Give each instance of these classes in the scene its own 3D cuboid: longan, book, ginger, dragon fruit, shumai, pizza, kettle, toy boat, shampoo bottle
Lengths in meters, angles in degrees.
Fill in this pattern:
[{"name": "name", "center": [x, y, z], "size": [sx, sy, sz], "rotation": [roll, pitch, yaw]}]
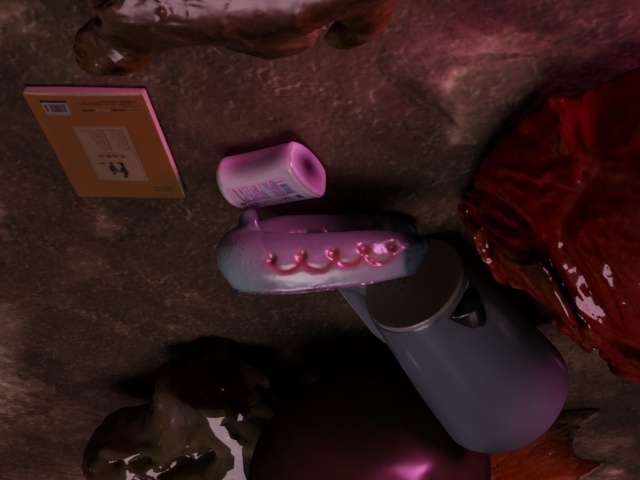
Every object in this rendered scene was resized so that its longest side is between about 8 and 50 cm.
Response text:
[{"name": "longan", "center": [0.065, 0.305, 1.407], "size": [0.319, 0.319, 0.319], "rotation": [6, 150, 3]}, {"name": "book", "center": [-0.206, -0.092, 1.087], "size": [0.118, 0.012, 0.172], "rotation": [2, 149, 9]}, {"name": "ginger", "center": [-0.050, -0.187, 0.835], "size": [0.333, 0.080, 0.166], "rotation": [-9, 161, 15]}, {"name": "dragon fruit", "center": [0.272, 0.000, 1.008], "size": [0.240, 0.302, 0.330], "rotation": [-10, -178, -38]}, {"name": "shumai", "center": [-0.155, 0.287, 1.520], "size": [0.346, 0.217, 0.283], "rotation": [12, 150, -2]}, {"name": "pizza", "center": [0.273, 0.306, 1.534], "size": [0.262, 0.181, 0.034], "rotation": [-30, 136, 12]}, {"name": "kettle", "center": [0.135, 0.102, 1.243], "size": [0.210, 0.160, 0.243], "rotation": [18, 157, 47]}, {"name": "toy boat", "center": [0.000, 0.000, 1.102], "size": [0.207, 0.134, 0.079], "rotation": [-6, 105, -2]}, {"name": "shampoo bottle", "center": [-0.053, -0.060, 1.076], "size": [0.099, 0.043, 0.072], "rotation": [-9, 153, 28]}]
